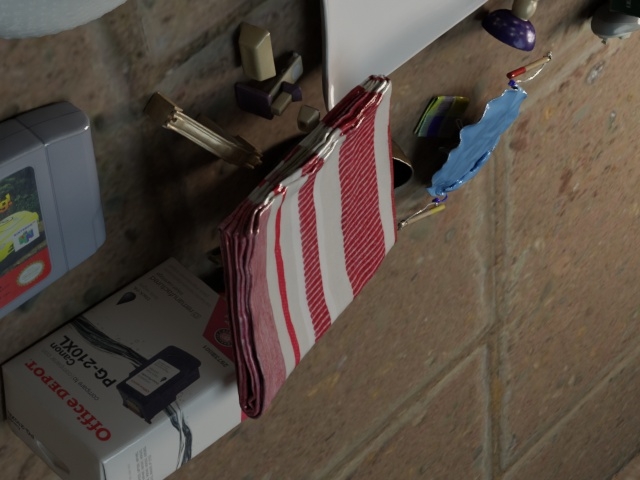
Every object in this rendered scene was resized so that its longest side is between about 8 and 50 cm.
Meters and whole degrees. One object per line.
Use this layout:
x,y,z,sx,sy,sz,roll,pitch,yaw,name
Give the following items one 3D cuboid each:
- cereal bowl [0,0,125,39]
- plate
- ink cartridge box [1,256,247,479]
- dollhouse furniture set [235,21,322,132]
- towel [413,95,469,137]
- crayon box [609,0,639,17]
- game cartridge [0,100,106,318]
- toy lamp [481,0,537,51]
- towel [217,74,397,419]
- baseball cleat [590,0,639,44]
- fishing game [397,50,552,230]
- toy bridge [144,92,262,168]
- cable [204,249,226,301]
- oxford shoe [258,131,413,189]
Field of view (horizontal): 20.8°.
-0.189,-0.295,1.337,0.339,0.141,0.339,-37,148,-28,cereal bowl
0.090,-0.304,1.844,0.277,0.045,0.278,-37,149,-24,plate
-0.189,0.150,1.825,0.237,0.172,0.100,-34,146,-30,ink cartridge box
-0.031,-0.185,1.780,0.081,0.091,0.114,-54,153,-31,dollhouse furniture set
0.151,-0.153,2.151,0.083,0.009,0.060,0,124,-56,towel
0.496,-0.419,2.217,0.323,0.083,0.203,-25,124,-40,crayon box
-0.323,0.002,1.584,0.294,0.060,0.196,-37,145,-26,game cartridge
0.283,-0.357,2.038,0.080,0.080,0.274,-6,131,-54,toy lamp
0.000,0.000,1.807,0.329,0.037,0.237,-49,144,-44,towel
0.424,-0.343,2.292,0.206,0.072,0.109,-36,135,-35,baseball cleat
0.192,-0.131,2.195,0.189,0.041,0.264,-27,155,-56,fishing game
-0.105,-0.102,1.771,0.026,0.063,0.188,-55,152,6,toy bridge
-0.046,0.043,2.020,0.287,0.072,0.139,-3,126,-55,cable
0.023,-0.073,1.963,0.227,0.096,0.083,-21,141,-42,oxford shoe
